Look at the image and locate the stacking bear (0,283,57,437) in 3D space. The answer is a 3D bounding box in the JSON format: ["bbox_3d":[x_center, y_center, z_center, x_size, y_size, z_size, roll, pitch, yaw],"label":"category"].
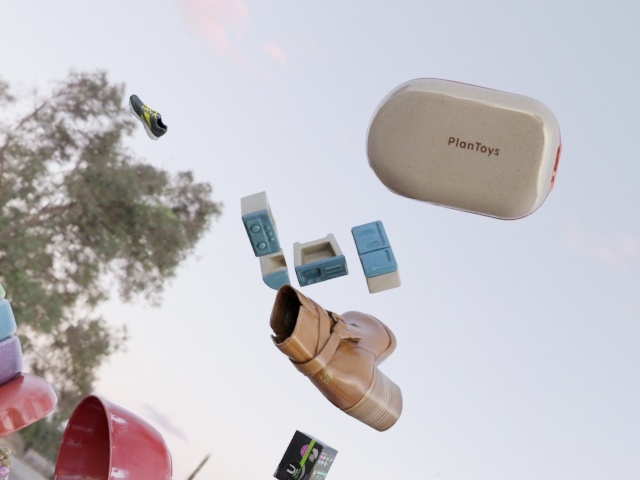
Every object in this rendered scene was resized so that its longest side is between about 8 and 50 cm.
[{"bbox_3d":[-0.366,0.042,0.711,0.164,0.175,0.289,177,-109,-78],"label":"stacking bear"}]

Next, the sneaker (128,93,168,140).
[{"bbox_3d":[-0.276,-0.203,1.317,0.035,0.031,0.083,-21,-66,28],"label":"sneaker"}]

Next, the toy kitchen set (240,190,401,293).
[{"bbox_3d":[0.000,0.000,1.238,0.122,0.207,0.166,-105,180,-50],"label":"toy kitchen set"}]

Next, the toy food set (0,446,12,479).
[{"bbox_3d":[-0.574,0.383,1.457,0.078,0.019,0.122,-116,-167,-62],"label":"toy food set"}]

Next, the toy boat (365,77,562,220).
[{"bbox_3d":[0.171,-0.111,1.009,0.231,0.150,0.151,13,0,4],"label":"toy boat"}]

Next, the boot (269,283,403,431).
[{"bbox_3d":[0.008,0.142,1.219,0.220,0.109,0.283,41,20,-22],"label":"boot"}]

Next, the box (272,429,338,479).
[{"bbox_3d":[-0.023,0.354,1.294,0.062,0.083,0.052,21,-9,37],"label":"box"}]

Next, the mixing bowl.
[{"bbox_3d":[-0.235,0.275,0.951,0.098,0.181,0.181,14,-11,-32],"label":"mixing bowl"}]
